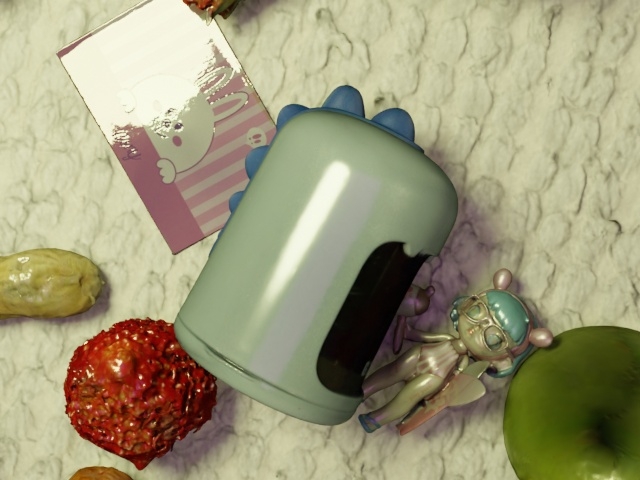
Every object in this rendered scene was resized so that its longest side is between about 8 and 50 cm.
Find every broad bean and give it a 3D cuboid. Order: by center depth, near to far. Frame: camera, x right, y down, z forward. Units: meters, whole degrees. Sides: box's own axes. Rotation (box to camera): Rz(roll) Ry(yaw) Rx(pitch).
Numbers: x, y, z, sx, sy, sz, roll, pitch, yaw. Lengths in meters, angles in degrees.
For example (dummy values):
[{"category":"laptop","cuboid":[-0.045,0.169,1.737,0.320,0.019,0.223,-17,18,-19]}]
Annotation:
[{"category":"broad bean","cuboid":[0.328,0.214,1.027,0.238,0.291,0.119,-17,126,19]}]

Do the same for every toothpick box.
[{"category":"toothpick box","cuboid":[0.000,0.000,1.033,0.263,0.263,0.354,29,93,-1]}]

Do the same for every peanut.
[{"category":"peanut","cuboid":[-0.382,0.056,1.122,0.214,0.099,0.099,-3,95,7]}]

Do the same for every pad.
[{"category":"pad","cuboid":[-0.177,-0.157,1.134,0.202,0.005,0.299,-29,94,4]}]

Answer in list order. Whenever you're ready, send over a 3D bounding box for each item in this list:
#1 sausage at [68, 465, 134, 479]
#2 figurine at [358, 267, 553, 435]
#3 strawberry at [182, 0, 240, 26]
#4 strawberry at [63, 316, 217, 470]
[{"category":"sausage","cuboid":[-0.271,0.417,1.139,0.114,0.113,0.259,-8,96,2]},{"category":"figurine","cuboid":[0.143,0.133,1.118,0.260,0.103,0.205,-34,57,6]},{"category":"strawberry","cuboid":[-0.124,-0.368,1.080,0.167,0.087,0.208,-30,75,4]},{"category":"strawberry","cuboid":[-0.225,0.171,1.074,0.187,0.201,0.184,14,70,15]}]
